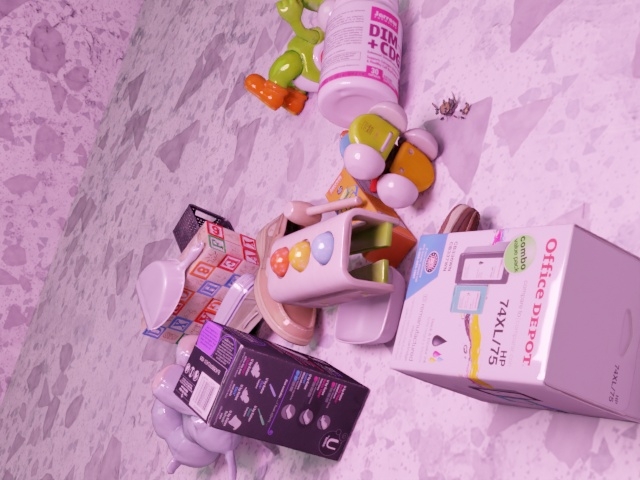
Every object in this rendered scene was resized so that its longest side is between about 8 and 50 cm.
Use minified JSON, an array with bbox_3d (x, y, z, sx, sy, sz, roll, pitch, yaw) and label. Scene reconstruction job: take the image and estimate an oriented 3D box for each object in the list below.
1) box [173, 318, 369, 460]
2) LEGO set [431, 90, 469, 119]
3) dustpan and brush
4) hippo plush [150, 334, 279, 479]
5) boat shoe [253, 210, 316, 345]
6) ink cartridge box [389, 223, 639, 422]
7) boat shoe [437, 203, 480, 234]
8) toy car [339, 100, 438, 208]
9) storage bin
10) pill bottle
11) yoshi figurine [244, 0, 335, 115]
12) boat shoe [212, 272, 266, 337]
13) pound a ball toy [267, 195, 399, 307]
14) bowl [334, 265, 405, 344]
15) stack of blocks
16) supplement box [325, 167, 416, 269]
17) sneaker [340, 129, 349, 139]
[{"bbox_3d":[-0.084,0.256,1.483,0.165,0.270,0.143,22,89,59],"label":"box"},{"bbox_3d":[0.238,-0.237,1.574,0.054,0.023,0.083,-58,45,17],"label":"LEGO set"},{"bbox_3d":[-0.314,0.074,1.841,0.211,0.060,0.147,-56,43,31],"label":"dustpan and brush"},{"bbox_3d":[-0.212,0.346,1.740,0.294,0.234,0.236,50,143,11],"label":"hippo plush"},{"bbox_3d":[-0.058,0.058,1.721,0.110,0.122,0.341,-48,34,28],"label":"boat shoe"},{"bbox_3d":[0.266,0.106,1.128,0.270,0.197,0.198,-6,66,55],"label":"ink cartridge box"},{"bbox_3d":[0.213,0.071,1.360,0.095,0.095,0.257,17,80,24],"label":"boat shoe"},{"bbox_3d":[0.110,-0.145,1.555,0.136,0.182,0.159,-24,32,56],"label":"toy car"},{"bbox_3d":[-0.268,0.002,2.073,0.084,0.122,0.180,-57,32,15],"label":"storage bin"},{"bbox_3d":[0.084,-0.381,1.761,0.160,0.160,0.283,-26,49,47],"label":"pill bottle"},{"bbox_3d":[-0.036,-0.480,1.984,0.362,0.203,0.203,-53,27,16],"label":"yoshi figurine"},{"bbox_3d":[-0.177,0.198,1.806,0.094,0.109,0.302,41,133,17],"label":"boat shoe"},{"bbox_3d":[0.000,0.000,1.521,0.319,0.136,0.208,-18,64,59],"label":"pound a ball toy"},{"bbox_3d":[0.093,0.119,1.520,0.142,0.053,0.142,-9,62,55],"label":"bowl"},{"bbox_3d":[-0.253,0.110,1.933,0.297,0.171,0.087,-48,36,28],"label":"stack of blocks"},{"bbox_3d":[0.088,-0.042,1.610,0.078,0.080,0.233,-56,31,18],"label":"supplement box"},{"bbox_3d":[0.097,-0.184,1.722,0.067,0.064,0.175,-47,39,-1],"label":"sneaker"}]
